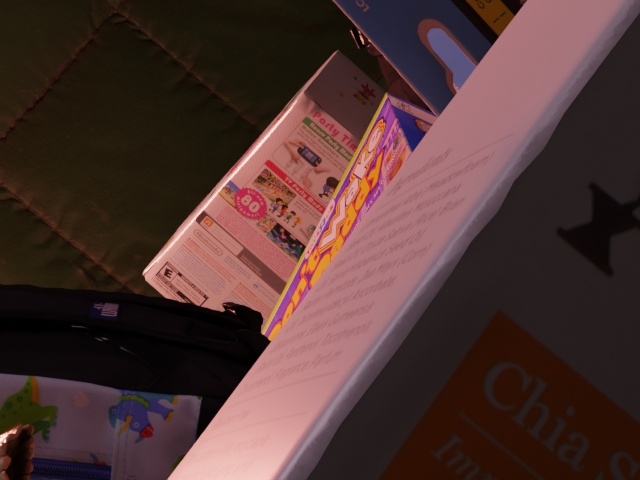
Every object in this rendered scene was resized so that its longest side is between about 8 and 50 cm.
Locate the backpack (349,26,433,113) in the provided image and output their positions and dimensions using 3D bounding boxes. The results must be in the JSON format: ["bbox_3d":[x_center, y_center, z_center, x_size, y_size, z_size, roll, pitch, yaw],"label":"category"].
[{"bbox_3d":[0.165,-0.222,1.831,0.191,0.225,0.253,-21,-3,-16],"label":"backpack"}]

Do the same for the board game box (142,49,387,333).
[{"bbox_3d":[0.000,0.000,1.728,0.303,0.224,0.097,-45,6,38],"label":"board game box"}]

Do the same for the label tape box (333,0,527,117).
[{"bbox_3d":[0.140,-0.142,1.202,0.347,0.249,0.115,-43,0,-40],"label":"label tape box"}]

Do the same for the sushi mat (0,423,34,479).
[{"bbox_3d":[-0.229,0.194,0.892,0.316,0.019,0.151,-24,60,48],"label":"sushi mat"}]

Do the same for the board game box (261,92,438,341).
[{"bbox_3d":[0.013,0.097,1.209,0.347,0.078,0.233,-63,13,16],"label":"board game box"}]

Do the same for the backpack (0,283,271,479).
[{"bbox_3d":[-0.228,0.131,1.144,0.290,0.355,0.273,-134,62,-76],"label":"backpack"}]

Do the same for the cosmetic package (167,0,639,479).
[{"bbox_3d":[0.140,0.026,0.566,0.453,0.230,0.161,-54,7,-19],"label":"cosmetic package"}]
